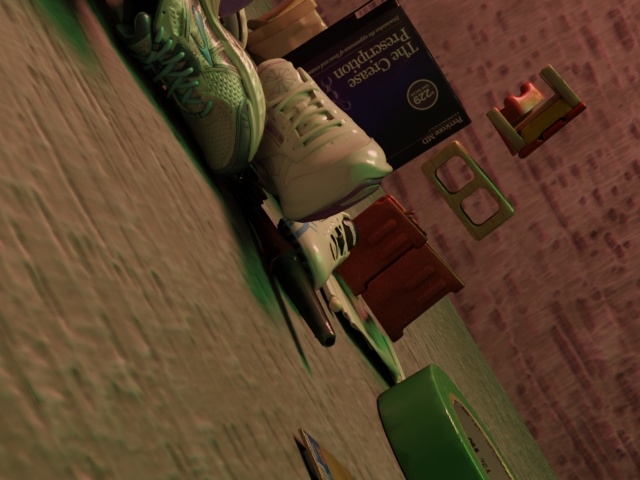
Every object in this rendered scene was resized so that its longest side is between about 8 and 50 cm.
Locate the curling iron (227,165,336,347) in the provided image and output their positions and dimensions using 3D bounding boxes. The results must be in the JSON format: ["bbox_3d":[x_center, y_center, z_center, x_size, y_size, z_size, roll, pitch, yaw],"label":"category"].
[{"bbox_3d":[-0.045,0.012,1.607,0.274,0.035,0.068,63,2,40],"label":"curling iron"}]

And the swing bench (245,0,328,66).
[{"bbox_3d":[-0.008,-0.283,2.639,0.253,0.165,0.255,57,13,-13],"label":"swing bench"}]

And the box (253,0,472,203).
[{"bbox_3d":[0.030,-0.165,1.967,0.184,0.261,0.103,55,8,-22],"label":"box"}]

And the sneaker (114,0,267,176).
[{"bbox_3d":[-0.152,-0.195,1.603,0.122,0.110,0.283,-21,92,-48],"label":"sneaker"}]

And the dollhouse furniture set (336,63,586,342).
[{"bbox_3d":[0.190,-0.048,1.993,0.152,0.374,0.201,52,6,0],"label":"dollhouse furniture set"}]

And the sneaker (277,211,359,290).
[{"bbox_3d":[0.000,0.000,1.738,0.237,0.086,0.085,-88,164,-78],"label":"sneaker"}]

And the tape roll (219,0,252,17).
[{"bbox_3d":[-0.148,-0.370,1.907,0.189,0.189,0.080,56,7,-20],"label":"tape roll"}]

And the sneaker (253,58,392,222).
[{"bbox_3d":[-0.026,-0.109,1.636,0.152,0.114,0.305,66,-14,-18],"label":"sneaker"}]

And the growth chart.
[{"bbox_3d":[0.048,0.097,1.956,0.237,0.021,0.172,53,8,-35],"label":"growth chart"}]

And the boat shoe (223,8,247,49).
[{"bbox_3d":[-0.202,-0.361,2.008,0.099,0.116,0.319,-45,120,-37],"label":"boat shoe"}]

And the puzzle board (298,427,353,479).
[{"bbox_3d":[0.022,0.224,1.283,0.096,0.011,0.128,48,12,-49],"label":"puzzle board"}]

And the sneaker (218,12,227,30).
[{"bbox_3d":[-0.126,-0.269,1.732,0.121,0.079,0.217,61,-27,-4],"label":"sneaker"}]

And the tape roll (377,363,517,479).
[{"bbox_3d":[0.181,0.298,1.798,0.321,0.077,0.321,56,7,-11],"label":"tape roll"}]
